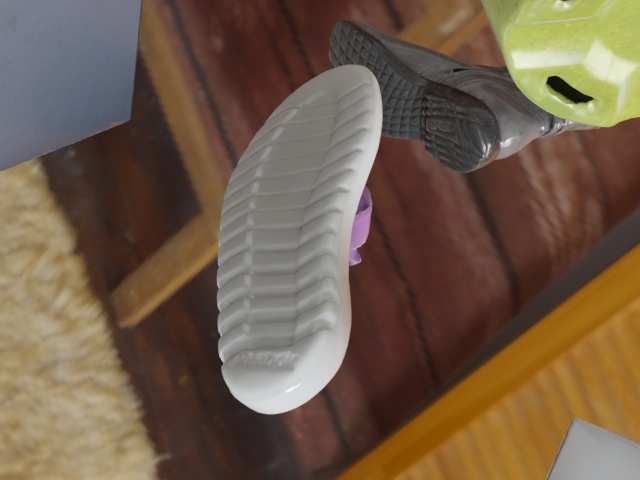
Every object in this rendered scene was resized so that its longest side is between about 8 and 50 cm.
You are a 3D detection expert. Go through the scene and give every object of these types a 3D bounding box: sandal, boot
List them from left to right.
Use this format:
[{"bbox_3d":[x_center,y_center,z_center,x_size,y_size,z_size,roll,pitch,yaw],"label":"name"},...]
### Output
[{"bbox_3d":[-0.013,0.004,1.551,0.102,0.169,0.416,50,37,-36],"label":"sandal"},{"bbox_3d":[0.179,-0.194,2.050,0.223,0.118,0.338,-19,42,-31],"label":"boot"}]

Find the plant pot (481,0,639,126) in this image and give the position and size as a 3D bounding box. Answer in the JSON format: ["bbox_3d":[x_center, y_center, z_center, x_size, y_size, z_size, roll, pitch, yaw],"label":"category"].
[{"bbox_3d":[0.181,-0.218,0.985,0.276,0.276,0.253,13,52,-29],"label":"plant pot"}]

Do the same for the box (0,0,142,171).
[{"bbox_3d":[-0.286,-0.276,1.249,0.179,0.343,0.312,-26,60,-28],"label":"box"}]

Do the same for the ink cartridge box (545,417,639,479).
[{"bbox_3d":[0.314,0.290,1.322,0.270,0.198,0.197,22,90,-41],"label":"ink cartridge box"}]
